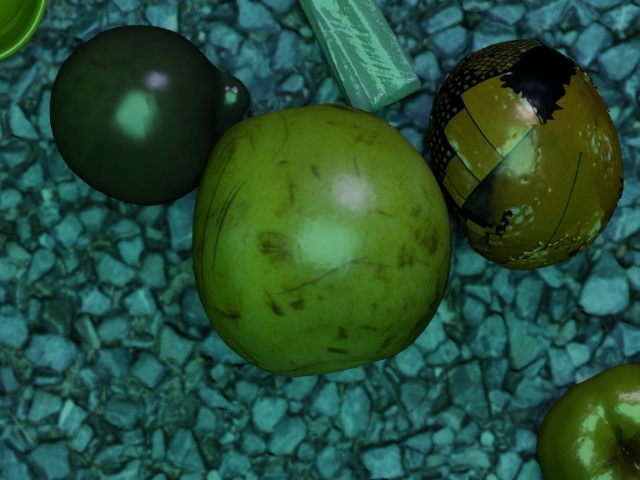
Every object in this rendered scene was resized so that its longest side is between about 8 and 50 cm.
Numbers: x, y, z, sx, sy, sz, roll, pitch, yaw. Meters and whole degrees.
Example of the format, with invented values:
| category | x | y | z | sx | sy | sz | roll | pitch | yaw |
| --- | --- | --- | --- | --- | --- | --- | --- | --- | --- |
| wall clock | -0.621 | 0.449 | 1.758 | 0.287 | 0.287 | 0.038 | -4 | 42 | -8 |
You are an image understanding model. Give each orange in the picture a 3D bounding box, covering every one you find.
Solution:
| category | x | y | z | sx | sy | sz | roll | pitch | yaw |
| --- | --- | --- | --- | --- | --- | --- | --- | --- | --- |
| orange | 0.206 | -0.087 | 1.749 | 0.182 | 0.234 | 0.234 | -4 | 94 | 29 |

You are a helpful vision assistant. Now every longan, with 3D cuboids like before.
| category | x | y | z | sx | sy | sz | roll | pitch | yaw |
| --- | --- | --- | --- | --- | --- | --- | --- | --- | --- |
| longan | -0.172 | -0.129 | 1.753 | 0.204 | 0.159 | 0.185 | -13 | 93 | -12 |

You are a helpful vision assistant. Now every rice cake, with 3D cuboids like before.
| category | x | y | z | sx | sy | sz | roll | pitch | yaw |
| --- | --- | --- | --- | --- | --- | --- | --- | --- | --- |
| rice cake | 0.022 | -0.242 | 1.817 | 0.080 | 0.042 | 0.222 | -27 | 96 | 2 |

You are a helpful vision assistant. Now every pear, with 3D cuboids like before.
| category | x | y | z | sx | sy | sz | roll | pitch | yaw |
| --- | --- | --- | --- | --- | --- | --- | --- | --- | --- |
| pear | 0.000 | 0.000 | 1.715 | 0.280 | 0.281 | 0.281 | 0 | 93 | -4 |

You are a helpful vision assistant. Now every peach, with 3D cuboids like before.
| category | x | y | z | sx | sy | sz | roll | pitch | yaw |
| --- | --- | --- | --- | --- | --- | --- | --- | --- | --- |
| peach | 0.322 | 0.222 | 1.834 | 0.179 | 0.103 | 0.179 | 0 | 92 | -1 |

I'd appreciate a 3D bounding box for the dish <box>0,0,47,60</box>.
| category | x | y | z | sx | sy | sz | roll | pitch | yaw |
| --- | --- | --- | --- | --- | --- | --- | --- | --- | --- |
| dish | -0.404 | -0.269 | 1.753 | 0.262 | 0.108 | 0.221 | -20 | 95 | -4 |
